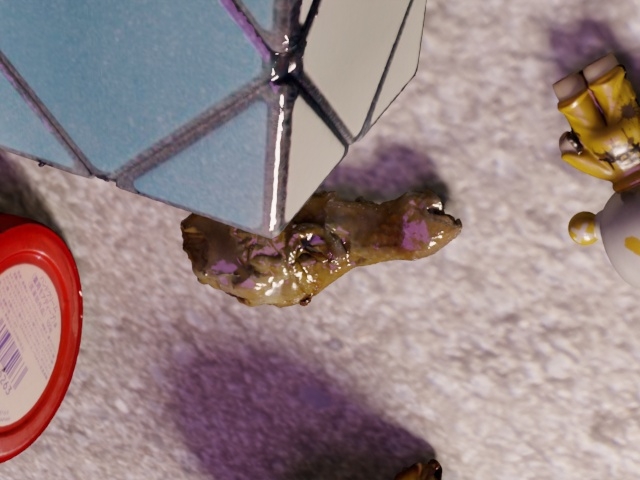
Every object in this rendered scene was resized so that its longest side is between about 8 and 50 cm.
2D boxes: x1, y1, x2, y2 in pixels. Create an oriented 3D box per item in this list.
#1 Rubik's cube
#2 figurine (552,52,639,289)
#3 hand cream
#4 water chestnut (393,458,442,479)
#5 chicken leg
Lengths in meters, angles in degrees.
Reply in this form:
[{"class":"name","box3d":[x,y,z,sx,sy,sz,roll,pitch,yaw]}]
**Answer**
[{"class":"Rubik's cube","box3d":[-0.064,-0.156,0.679,0.205,0.207,0.205,18,129,16]},{"class":"figurine","box3d":[0.185,-0.035,0.727,0.101,0.068,0.143,-2,105,22]},{"class":"hand cream","box3d":[-0.275,0.067,0.967,0.125,0.193,0.193,7,125,22]},{"class":"water chestnut","box3d":[0.026,0.268,0.955,0.223,0.238,0.224,22,171,4]},{"class":"chicken leg","box3d":[0.001,0.000,0.857,0.197,0.069,0.085,-9,94,26]}]
